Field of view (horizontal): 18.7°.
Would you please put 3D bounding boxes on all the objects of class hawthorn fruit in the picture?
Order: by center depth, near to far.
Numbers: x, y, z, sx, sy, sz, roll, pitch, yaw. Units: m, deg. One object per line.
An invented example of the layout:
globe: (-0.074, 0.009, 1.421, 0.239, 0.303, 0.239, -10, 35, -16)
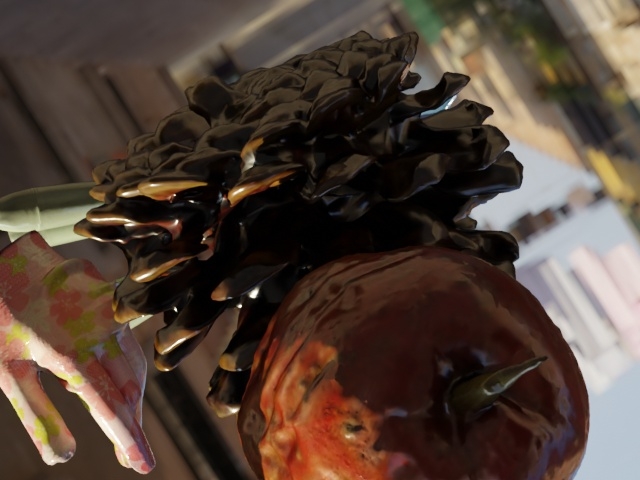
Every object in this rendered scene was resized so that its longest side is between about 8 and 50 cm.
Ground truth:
hawthorn fruit: (0.065, 0.124, 1.402, 0.258, 0.258, 0.262, -31, -174, 12)

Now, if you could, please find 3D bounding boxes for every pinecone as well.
pinecone: (0.000, 0.000, 1.735, 0.397, 0.398, 0.398, -32, -176, 2)

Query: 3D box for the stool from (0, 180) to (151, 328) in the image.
stool: (-0.240, 0.022, 2.150, 0.198, 0.195, 0.195, -20, 174, -6)

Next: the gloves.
gloves: (-0.227, 0.113, 1.835, 0.126, 0.241, 0.145, -47, 173, 28)

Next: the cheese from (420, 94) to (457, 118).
cheese: (0.051, -0.061, 2.025, 0.189, 0.074, 0.286, -18, 153, -40)
